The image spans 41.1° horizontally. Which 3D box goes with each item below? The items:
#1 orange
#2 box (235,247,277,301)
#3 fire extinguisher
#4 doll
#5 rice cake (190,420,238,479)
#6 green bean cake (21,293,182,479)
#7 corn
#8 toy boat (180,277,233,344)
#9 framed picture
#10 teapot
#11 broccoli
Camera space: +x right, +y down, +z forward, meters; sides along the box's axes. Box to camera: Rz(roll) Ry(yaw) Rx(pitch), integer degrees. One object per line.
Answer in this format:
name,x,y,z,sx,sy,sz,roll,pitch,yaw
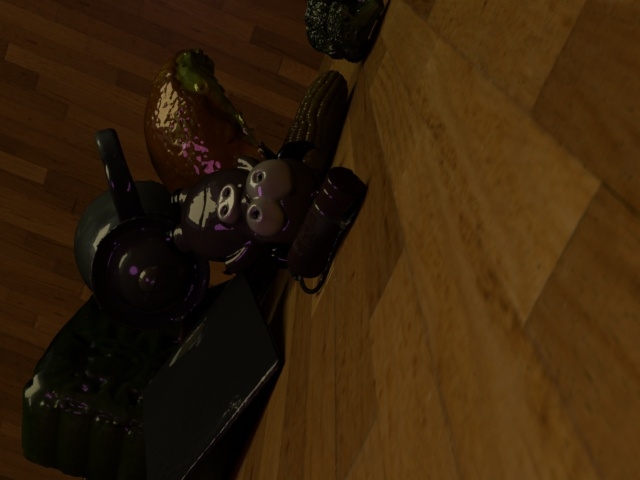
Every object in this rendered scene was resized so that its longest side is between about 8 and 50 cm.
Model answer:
orange,-0.157,-0.135,1.378,0.196,0.334,0.262,-41,1,18
box,-0.109,0.029,1.578,0.201,0.058,0.141,118,170,-49
fire extinguisher,0.000,0.000,0.893,0.078,0.045,0.157,-106,34,-42
doll,-0.100,-0.043,1.172,0.257,0.117,0.181,-7,73,39
rice cake,-0.150,0.286,1.078,0.206,0.069,0.063,-75,7,-59
green bean cake,-0.335,0.267,1.536,0.319,0.335,0.218,-83,6,-56
corn,-0.005,-0.183,1.357,0.080,0.080,0.231,119,172,-48
toy boat,-0.166,0.163,1.377,0.079,0.136,0.392,-30,24,12
framed picture,-0.153,0.181,1.107,0.244,0.013,0.324,-51,20,6
teapot,-0.267,-0.005,1.350,0.285,0.224,0.305,-140,62,-69
broccoli,0.036,-0.364,1.409,0.138,0.145,0.162,-30,3,22
